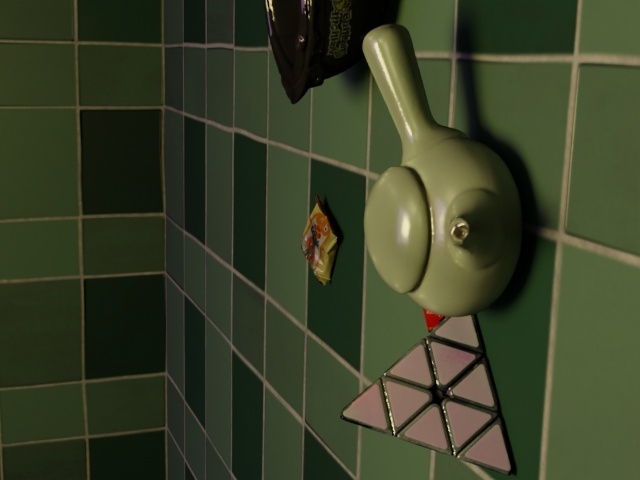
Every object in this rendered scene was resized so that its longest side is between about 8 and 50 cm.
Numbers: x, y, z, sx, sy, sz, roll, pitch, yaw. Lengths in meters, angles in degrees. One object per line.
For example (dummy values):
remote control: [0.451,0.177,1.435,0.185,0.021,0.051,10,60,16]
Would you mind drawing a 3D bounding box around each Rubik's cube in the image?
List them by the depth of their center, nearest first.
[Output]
Rubik's cube: [0.141,0.226,1.120,0.178,0.190,0.211,42,139,39]

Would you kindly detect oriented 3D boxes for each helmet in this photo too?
helmet: [0.011,-0.339,1.341,0.230,0.160,0.279,-119,21,-50]

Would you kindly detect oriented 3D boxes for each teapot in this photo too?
teapot: [0.119,-0.067,1.101,0.220,0.149,0.318,118,142,-52]

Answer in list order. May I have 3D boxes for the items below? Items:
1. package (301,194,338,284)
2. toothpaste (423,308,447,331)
package: [0.000,0.002,1.595,0.108,0.031,0.121,-116,31,-45]
toothpaste: [0.140,0.026,1.218,0.071,0.045,0.194,-177,79,-72]
